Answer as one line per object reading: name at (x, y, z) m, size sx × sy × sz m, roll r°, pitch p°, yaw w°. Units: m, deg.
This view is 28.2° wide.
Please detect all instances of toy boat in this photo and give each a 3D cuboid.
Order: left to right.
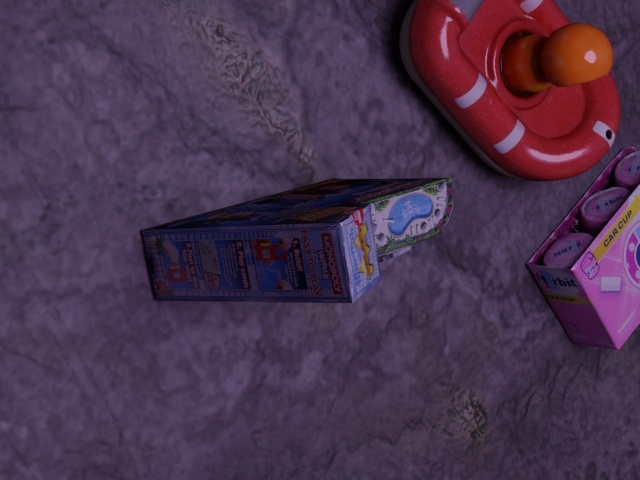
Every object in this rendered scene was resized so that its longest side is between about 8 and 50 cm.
toy boat at (0.190, -0.153, 1.107) m, size 0.231 × 0.151 × 0.151 m, roll 44°, pitch 68°, yaw -30°

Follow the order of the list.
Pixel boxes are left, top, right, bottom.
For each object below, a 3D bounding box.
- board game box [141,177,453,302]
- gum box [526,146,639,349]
board game box at (0.000, 0.000, 0.950) m, size 0.194 × 0.194 × 0.060 m, roll -17°, pitch 103°, yaw -34°
gum box at (0.298, 0.003, 1.251) m, size 0.188 × 0.062 × 0.107 m, roll -46°, pitch 118°, yaw -25°
